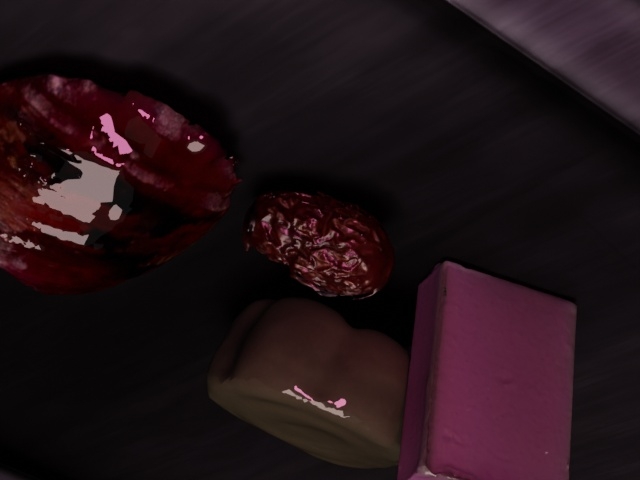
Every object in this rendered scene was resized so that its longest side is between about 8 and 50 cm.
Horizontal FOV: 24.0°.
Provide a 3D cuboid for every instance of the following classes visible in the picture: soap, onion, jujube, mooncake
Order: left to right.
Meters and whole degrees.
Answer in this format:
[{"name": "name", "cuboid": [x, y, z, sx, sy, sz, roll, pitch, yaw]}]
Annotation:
[{"name": "onion", "cuboid": [-0.243, -0.045, 1.534, 0.314, 0.146, 0.280, 27, 146, -23]}, {"name": "jujube", "cuboid": [0.002, -0.004, 1.595, 0.166, 0.104, 0.104, 28, 142, -11]}, {"name": "mooncake", "cuboid": [0.003, 0.170, 1.768, 0.275, 0.135, 0.275, 21, 159, 8]}, {"name": "soap", "cuboid": [0.187, 0.169, 1.669, 0.181, 0.259, 0.081, 17, 149, -16]}]
